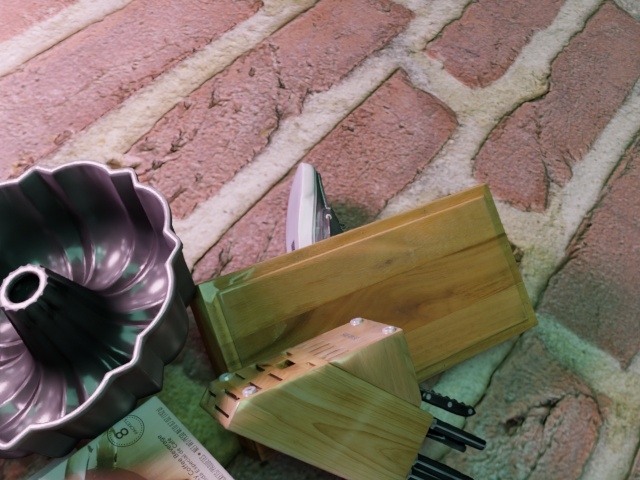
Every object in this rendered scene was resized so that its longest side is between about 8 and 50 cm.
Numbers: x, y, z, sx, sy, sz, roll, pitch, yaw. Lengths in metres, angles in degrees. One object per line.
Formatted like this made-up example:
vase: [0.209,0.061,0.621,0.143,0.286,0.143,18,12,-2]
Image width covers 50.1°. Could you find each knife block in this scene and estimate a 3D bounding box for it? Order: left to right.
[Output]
knife block: [0.040,0.218,0.723,0.276,0.088,0.241,-19,100,-25]

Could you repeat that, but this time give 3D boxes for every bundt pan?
bundt pan: [-0.281,0.078,0.720,0.331,0.124,0.330,-7,56,10]

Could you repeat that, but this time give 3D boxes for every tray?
tray: [0.067,0.083,0.840,0.411,0.076,0.202,-20,89,-24]

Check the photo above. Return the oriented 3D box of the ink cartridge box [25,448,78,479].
ink cartridge box: [-0.249,0.344,0.661,0.232,0.066,0.189,32,53,32]

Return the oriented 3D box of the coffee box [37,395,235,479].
coffee box: [-0.208,0.300,0.583,0.297,0.118,0.168,-35,55,-30]

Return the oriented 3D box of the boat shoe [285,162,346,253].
boat shoe: [0.000,0.000,0.920,0.076,0.080,0.228,7,57,-18]
